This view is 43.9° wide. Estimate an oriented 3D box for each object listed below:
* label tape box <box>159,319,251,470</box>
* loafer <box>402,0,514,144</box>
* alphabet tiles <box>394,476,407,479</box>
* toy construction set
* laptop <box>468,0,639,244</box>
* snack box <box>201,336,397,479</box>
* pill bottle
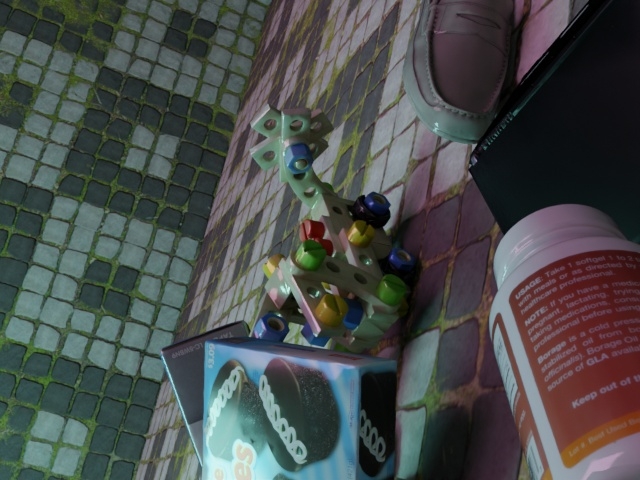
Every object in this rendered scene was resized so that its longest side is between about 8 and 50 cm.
[{"bbox_3d":[-0.080,0.268,0.954,0.240,0.106,0.333,129,121,-82],"label":"label tape box"},{"bbox_3d":[0.159,-0.237,0.887,0.111,0.112,0.319,114,167,-48],"label":"loafer"},{"bbox_3d":[0.021,0.347,0.838,0.284,0.021,0.278,131,153,-53],"label":"alphabet tiles"},{"bbox_3d":[0.000,0.000,0.925,0.151,0.215,0.327,-48,41,45],"label":"toy construction set"},{"bbox_3d":[0.242,-0.112,0.643,0.264,0.137,0.234,-50,-1,-43],"label":"laptop"},{"bbox_3d":[-0.027,0.257,0.713,0.187,0.060,0.321,2,91,40],"label":"snack box"},{"bbox_3d":[0.169,0.075,0.470,0.216,0.121,0.121,-92,26,-53],"label":"pill bottle"}]
